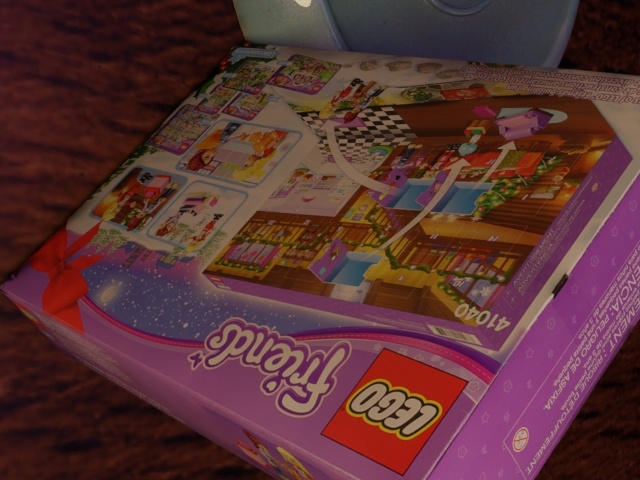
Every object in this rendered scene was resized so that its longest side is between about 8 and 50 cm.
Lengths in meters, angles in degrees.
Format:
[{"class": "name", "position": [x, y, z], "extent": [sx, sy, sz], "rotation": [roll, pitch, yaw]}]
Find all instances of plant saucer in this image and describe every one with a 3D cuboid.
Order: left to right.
[{"class": "plant saucer", "position": [0.079, -0.199, 0.642], "extent": [0.317, 0.043, 0.318], "rotation": [-7, 101, -37]}]

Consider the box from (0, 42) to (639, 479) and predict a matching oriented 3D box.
[{"class": "box", "position": [0.000, 0.000, 0.448], "extent": [0.201, 0.293, 0.057], "rotation": [-49, 129, -21]}]
